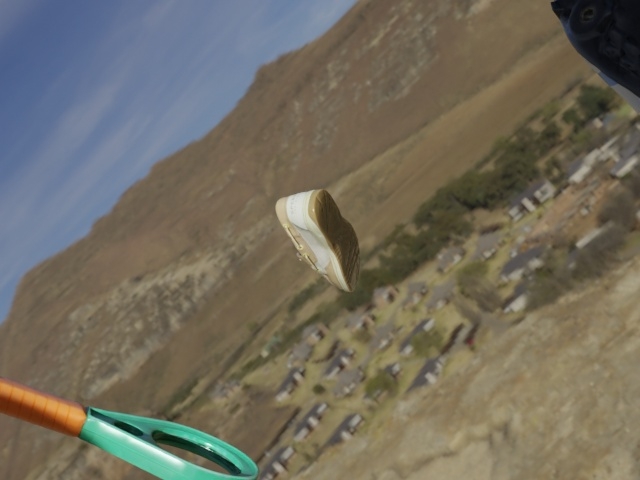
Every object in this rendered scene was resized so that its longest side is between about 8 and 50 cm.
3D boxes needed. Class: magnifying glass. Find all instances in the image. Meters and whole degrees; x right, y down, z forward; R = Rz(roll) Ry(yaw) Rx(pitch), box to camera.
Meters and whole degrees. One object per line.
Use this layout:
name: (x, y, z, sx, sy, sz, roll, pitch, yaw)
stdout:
magnifying glass: (-0.151, 0.139, 0.652, 0.026, 0.231, 0.092, -68, 18, 2)

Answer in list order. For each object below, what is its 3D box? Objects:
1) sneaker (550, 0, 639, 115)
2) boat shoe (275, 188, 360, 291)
sneaker: (0.168, -0.067, 0.349, 0.086, 0.237, 0.085, 16, -51, -47)
boat shoe: (0.000, 0.000, 0.779, 0.045, 0.135, 0.050, 2, 55, 22)
